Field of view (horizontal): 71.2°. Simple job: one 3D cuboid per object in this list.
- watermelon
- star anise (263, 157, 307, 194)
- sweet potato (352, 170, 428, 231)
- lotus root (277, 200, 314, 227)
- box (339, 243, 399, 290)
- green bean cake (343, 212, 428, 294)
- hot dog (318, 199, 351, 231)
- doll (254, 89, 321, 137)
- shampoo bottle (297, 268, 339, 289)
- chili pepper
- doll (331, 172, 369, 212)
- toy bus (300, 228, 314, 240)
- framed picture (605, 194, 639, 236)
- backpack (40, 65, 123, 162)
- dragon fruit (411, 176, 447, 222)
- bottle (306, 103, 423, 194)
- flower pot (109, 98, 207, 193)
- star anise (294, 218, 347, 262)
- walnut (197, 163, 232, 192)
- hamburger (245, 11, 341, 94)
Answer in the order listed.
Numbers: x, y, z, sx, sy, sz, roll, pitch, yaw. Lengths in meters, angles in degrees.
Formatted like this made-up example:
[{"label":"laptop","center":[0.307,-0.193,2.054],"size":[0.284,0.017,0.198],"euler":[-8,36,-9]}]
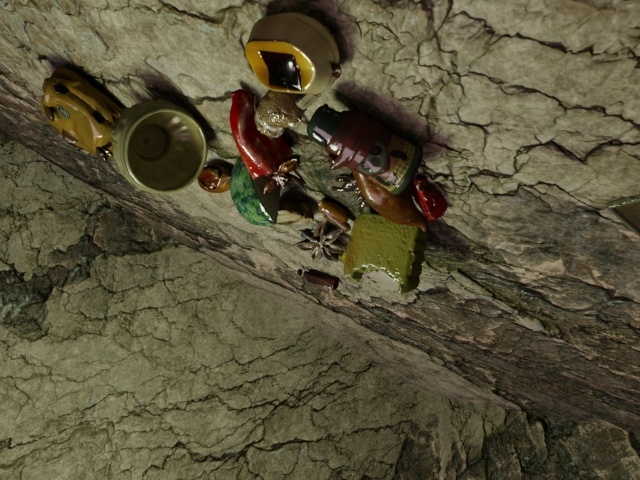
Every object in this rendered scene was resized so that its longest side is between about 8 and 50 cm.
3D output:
[{"label":"watermelon","center":[-0.243,-0.178,1.594],"size":[0.260,0.256,0.176],"euler":[-2,-173,42]},{"label":"star anise","center":[-0.109,-0.223,1.461],"size":[0.158,0.144,0.140],"euler":[6,105,33]},{"label":"sweet potato","center":[0.172,-0.133,1.195],"size":[0.359,0.112,0.112],"euler":[41,156,-22]},{"label":"lotus root","center":[-0.134,-0.109,1.701],"size":[0.167,0.078,0.329],"euler":[22,168,-27]},{"label":"box","center":[0.212,0.106,1.766],"size":[0.260,0.062,0.175],"euler":[38,158,-22]},{"label":"green bean cake","center":[0.207,0.041,1.404],"size":[0.236,0.233,0.124],"euler":[14,-178,34]},{"label":"hot dog","center":[0.049,-0.086,1.545],"size":[0.140,0.060,0.090],"euler":[36,163,-26]},{"label":"doll","center":[-0.094,-0.327,1.117],"size":[0.115,0.105,0.221],"euler":[48,155,-26]},{"label":"shampoo bottle","center":[-0.016,0.187,2.239],"size":[0.236,0.067,0.068],"euler":[17,137,32]},{"label":"chili pepper","center":[-0.190,-0.298,1.263],"size":[0.253,0.144,0.136],"euler":[55,-175,-38]},{"label":"doll","center":[0.130,-0.150,1.307],"size":[0.139,0.057,0.165],"euler":[40,148,-20]},{"label":"toy bus","center":[0.000,0.000,1.819],"size":[0.166,0.047,0.065],"euler":[20,159,26]},{"label":"framed picture","center":[0.734,-0.043,0.827],"size":[0.213,0.016,0.289],"euler":[35,158,-12]},{"label":"backpack","center":[-0.911,-0.464,1.725],"size":[0.353,0.201,0.378],"euler":[39,154,-13]},{"label":"dragon fruit","center":[0.280,-0.108,1.193],"size":[0.097,0.063,0.131],"euler":[17,156,29]},{"label":"bottle","center":[0.095,-0.217,1.056],"size":[0.271,0.156,0.143],"euler":[27,164,-6]},{"label":"flower pot","center":[-0.557,-0.322,1.496],"size":[0.244,0.307,0.307],"euler":[29,164,44]},{"label":"star anise","center":[0.016,0.011,1.708],"size":[0.212,0.073,0.197],"euler":[-25,116,29]},{"label":"walnut","center":[-0.398,-0.236,1.707],"size":[0.207,0.116,0.116],"euler":[7,149,46]},{"label":"hamburger","center":[-0.058,-0.388,0.940],"size":[0.210,0.116,0.173],"euler":[18,148,38]}]
